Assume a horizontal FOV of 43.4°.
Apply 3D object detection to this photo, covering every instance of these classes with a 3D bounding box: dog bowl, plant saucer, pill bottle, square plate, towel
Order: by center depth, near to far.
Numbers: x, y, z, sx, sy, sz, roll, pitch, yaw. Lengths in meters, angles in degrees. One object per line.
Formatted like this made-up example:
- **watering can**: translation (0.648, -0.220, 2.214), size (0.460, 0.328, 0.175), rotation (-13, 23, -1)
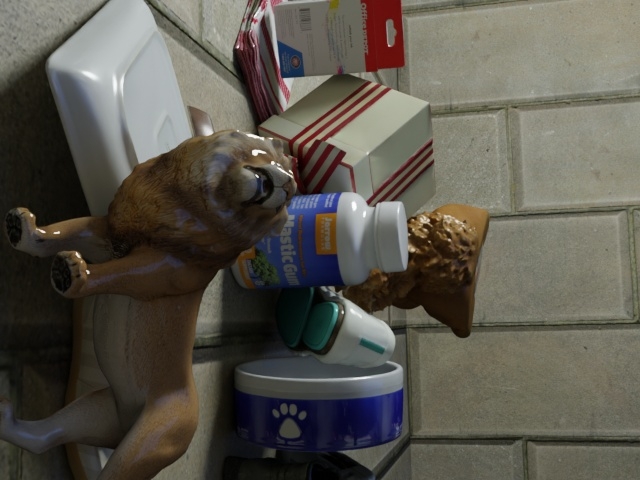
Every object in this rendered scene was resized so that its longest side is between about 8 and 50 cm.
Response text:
- **square plate**: translation (-0.183, -0.077, 0.887), size (0.344, 0.049, 0.347), rotation (-94, 173, -63)
- **plant saucer**: translation (-0.148, -0.103, 1.091), size (0.168, 0.029, 0.168), rotation (167, -90, -83)
- **dog bowl**: translation (-0.003, 0.248, 1.257), size (0.265, 0.265, 0.104), rotation (4, 85, -77)
- **pill bottle**: translation (0.000, 0.000, 1.299), size (0.152, 0.272, 0.152), rotation (-3, 90, -76)
- **towel**: translation (-0.087, -0.363, 1.521), size (0.237, 0.037, 0.329), rotation (74, 19, -47)

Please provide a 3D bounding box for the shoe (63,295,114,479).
- **shoe**: translation (-0.217, 0.150, 0.818), size (0.076, 0.058, 0.219), rotation (23, 65, -76)

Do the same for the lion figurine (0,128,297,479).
- **lion figurine**: translation (-0.154, 0.086, 0.715), size (0.240, 0.142, 0.392), rotation (-4, 116, -52)

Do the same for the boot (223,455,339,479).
- **boot**: translation (-0.043, 0.389, 1.278), size (0.246, 0.161, 0.083), rotation (55, 35, -66)

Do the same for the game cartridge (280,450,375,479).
- **game cartridge**: translation (0.014, 0.455, 1.379), size (0.297, 0.062, 0.198), rotation (8, -72, 63)

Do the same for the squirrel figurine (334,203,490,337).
- **squirrel figurine**: translation (0.137, 0.031, 1.653), size (0.397, 0.370, 0.281), rotation (26, 74, -74)

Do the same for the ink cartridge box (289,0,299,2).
- **ink cartridge box**: translation (-0.048, -0.593, 1.667), size (0.109, 0.062, 0.209), rotation (71, 21, -50)

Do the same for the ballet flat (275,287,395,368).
- **ballet flat**: translation (0.020, 0.146, 1.351), size (0.400, 0.139, 0.139), rotation (-167, -107, -75)

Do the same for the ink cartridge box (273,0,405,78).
- **ink cartridge box**: translation (0.039, -0.376, 1.471), size (0.078, 0.231, 0.134), rotation (-66, 152, -68)

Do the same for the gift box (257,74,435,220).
- **gift box**: translation (0.057, -0.132, 1.451), size (0.258, 0.276, 0.255), rotation (-41, 135, -27)
